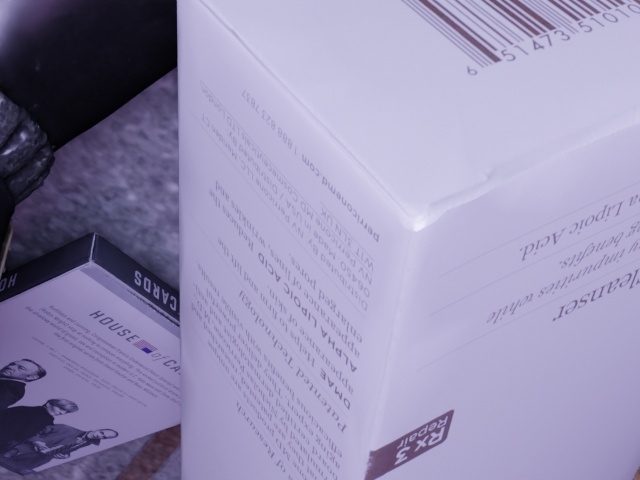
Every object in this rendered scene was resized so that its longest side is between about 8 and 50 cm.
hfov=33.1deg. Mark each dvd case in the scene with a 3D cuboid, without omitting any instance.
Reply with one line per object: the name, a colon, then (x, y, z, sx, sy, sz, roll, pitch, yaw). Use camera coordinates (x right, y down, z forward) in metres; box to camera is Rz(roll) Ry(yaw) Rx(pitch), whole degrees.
dvd case: (-0.177, 0.088, 0.717, 0.238, 0.030, 0.179, -23, 138, 26)

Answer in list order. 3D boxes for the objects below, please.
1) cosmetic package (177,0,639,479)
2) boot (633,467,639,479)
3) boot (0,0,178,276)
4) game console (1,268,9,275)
cosmetic package: (0.056, 0.049, 0.512, 0.217, 0.156, 0.385, -23, 140, -24)
boot: (0.233, 0.243, 0.788, 0.115, 0.112, 0.305, 36, 143, 19)
boot: (-0.141, -0.049, 0.448, 0.348, 0.260, 0.131, -27, 123, 32)
game console: (-0.288, 0.047, 0.693, 0.144, 0.124, 0.085, -30, 95, 32)
